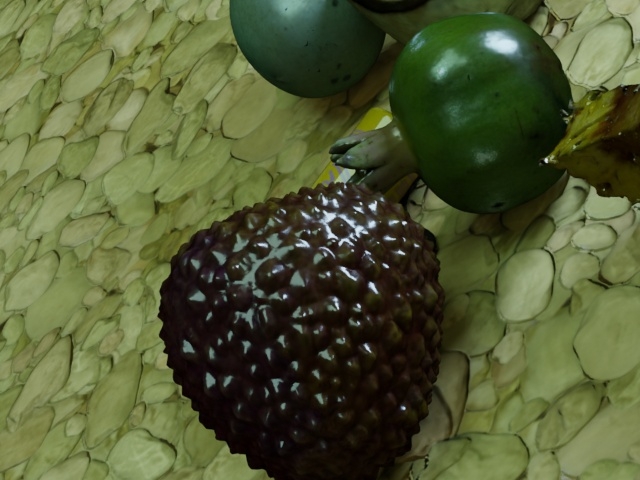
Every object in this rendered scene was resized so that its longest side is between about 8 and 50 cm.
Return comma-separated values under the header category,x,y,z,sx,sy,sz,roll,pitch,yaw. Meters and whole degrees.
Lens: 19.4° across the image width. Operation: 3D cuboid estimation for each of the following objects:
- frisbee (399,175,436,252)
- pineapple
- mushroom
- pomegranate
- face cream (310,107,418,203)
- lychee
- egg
category,x,y,z,sx,sy,sz,roll,pitch,yaw
frisbee,0.073,-0.026,1.831,0.211,0.012,0.187,-45,32,3
pineapple,0.295,-0.067,1.505,0.233,0.135,0.079,0,63,62
mushroom,0.134,-0.267,1.891,0.189,0.164,0.267,-56,35,-8
pomegranate,0.118,-0.103,1.679,0.225,0.187,0.187,-24,32,-3
face cream,0.000,0.000,1.802,0.273,0.078,0.078,-53,32,-9
lychee,-0.006,0.089,1.597,0.271,0.271,0.271,-31,34,24
egg,-0.014,-0.249,2.039,0.169,0.169,0.236,-41,29,8
